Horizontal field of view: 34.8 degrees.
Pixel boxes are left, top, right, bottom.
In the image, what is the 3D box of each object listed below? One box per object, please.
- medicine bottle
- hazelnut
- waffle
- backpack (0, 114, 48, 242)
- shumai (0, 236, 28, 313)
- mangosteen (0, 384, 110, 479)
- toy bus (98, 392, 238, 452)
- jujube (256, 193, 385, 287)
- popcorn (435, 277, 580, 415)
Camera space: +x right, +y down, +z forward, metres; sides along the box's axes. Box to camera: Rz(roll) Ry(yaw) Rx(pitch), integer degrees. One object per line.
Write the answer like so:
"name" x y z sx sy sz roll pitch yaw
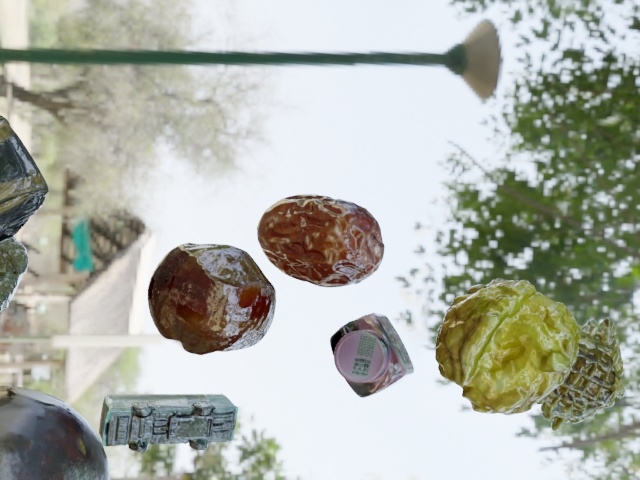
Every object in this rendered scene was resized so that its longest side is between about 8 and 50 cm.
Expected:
"medicine bottle" 0.077 0.181 1.614 0.119 0.094 0.188 62 8 10
"hazelnut" -0.171 0.086 1.611 0.170 0.201 0.161 -68 170 -45
"waffle" 0.516 0.267 2.039 0.054 0.203 0.224 -131 -156 -66
"backpack" -0.530 -0.058 1.429 0.133 0.258 0.206 -32 -87 43
"shumai" -0.689 0.073 1.960 0.218 0.189 0.256 -39 -162 22
"mangosteen" -0.410 0.338 1.324 0.311 0.311 0.311 -178 -90 -74
"toy bus" -0.289 0.339 1.933 0.109 0.261 0.091 33 -65 61
"jujube" 0.000 0.000 1.874 0.250 0.174 0.174 8 -82 34
"popcorn" 0.252 0.143 1.413 0.155 0.197 0.198 -173 -95 -83
